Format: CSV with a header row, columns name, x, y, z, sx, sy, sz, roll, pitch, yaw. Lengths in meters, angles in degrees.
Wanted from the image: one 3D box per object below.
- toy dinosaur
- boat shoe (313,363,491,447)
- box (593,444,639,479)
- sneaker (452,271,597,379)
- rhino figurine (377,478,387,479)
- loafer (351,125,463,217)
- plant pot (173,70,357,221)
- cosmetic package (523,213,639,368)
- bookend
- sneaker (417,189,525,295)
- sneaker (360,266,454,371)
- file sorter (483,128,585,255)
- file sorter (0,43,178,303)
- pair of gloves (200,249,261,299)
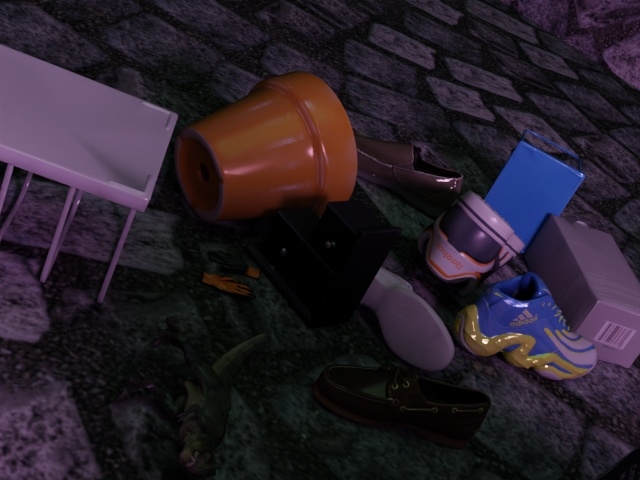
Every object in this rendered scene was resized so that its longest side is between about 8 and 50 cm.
name,x,y,z,sx,sy,sz,roll,pitch,yaw
toy dinosaur,-0.132,0.148,1.004,0.118,0.064,0.268,32,27,-6
boat shoe,0.097,0.177,1.132,0.207,0.073,0.073,16,33,-17
box,0.341,0.359,0.582,0.480,0.471,0.297,40,30,0
sneaker,0.305,0.116,1.341,0.240,0.126,0.091,11,34,-26
rhino figurine,0.068,0.313,0.897,0.106,0.073,0.243,17,30,-13
loafer,0.128,-0.133,1.616,0.251,0.087,0.094,29,30,1
plant pot,-0.086,-0.110,1.322,0.188,0.205,0.205,-20,53,-33
cosmetic package,0.420,0.073,1.531,0.127,0.107,0.238,18,28,-16
bookend,0.000,0.000,1.237,0.072,0.157,0.156,-5,44,-45
sneaker,0.220,0.004,1.467,0.126,0.127,0.321,44,8,14
sneaker,0.107,0.086,1.284,0.212,0.080,0.094,44,22,27
file sorter,0.347,-0.084,1.642,0.118,0.170,0.104,29,27,1
file sorter,-0.328,-0.079,1.071,0.278,0.173,0.192,21,32,-12
pair of gloves,-0.111,0.042,1.228,0.074,0.010,0.083,23,29,-9
